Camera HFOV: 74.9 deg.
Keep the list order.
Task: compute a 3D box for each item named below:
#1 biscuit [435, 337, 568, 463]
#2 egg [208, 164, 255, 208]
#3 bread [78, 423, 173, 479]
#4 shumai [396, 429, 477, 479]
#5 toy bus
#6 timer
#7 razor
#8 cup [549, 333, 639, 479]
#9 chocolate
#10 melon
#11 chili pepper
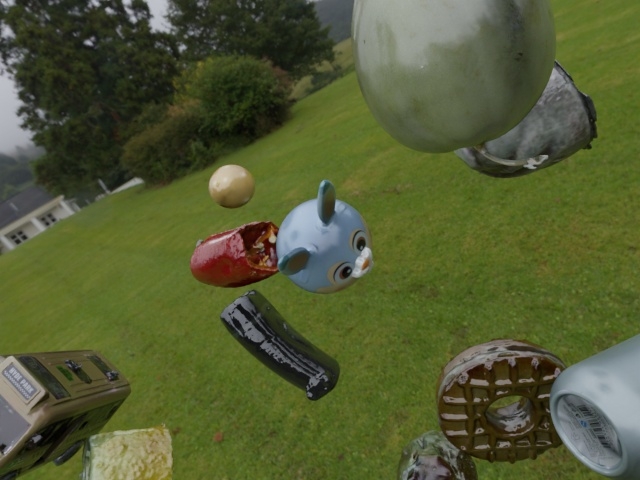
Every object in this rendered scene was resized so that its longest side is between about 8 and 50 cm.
[{"bbox_3d":[0.432,0.380,0.982,0.332,0.332,0.103,-29,17,14],"label":"biscuit"},{"bbox_3d":[-0.159,-0.094,0.741,0.080,0.080,0.096,-26,10,22],"label":"egg"},{"bbox_3d":[-0.300,0.412,0.623,0.186,0.124,0.257,-131,53,-59],"label":"bread"},{"bbox_3d":[0.268,0.578,1.077,0.222,0.203,0.272,-48,18,-13],"label":"shumai"},{"bbox_3d":[-0.413,0.248,0.620,0.157,0.139,0.289,-48,-9,-10],"label":"toy bus"},{"bbox_3d":[0.016,0.009,0.641,0.175,0.175,0.255,-37,7,-9],"label":"timer"},{"bbox_3d":[-0.105,0.273,1.101,0.113,0.349,0.204,-49,-3,3],"label":"razor"},{"bbox_3d":[0.583,0.279,0.742,0.312,0.205,0.205,-14,13,-16],"label":"cup"},{"bbox_3d":[0.389,-0.247,0.894,0.213,0.303,0.303,-40,16,13],"label":"chocolate"},{"bbox_3d":[0.174,-0.263,0.569,0.272,0.307,0.271,-1,20,0],"label":"melon"},{"bbox_3d":[-0.226,0.048,0.956,0.338,0.131,0.135,-12,5,45],"label":"chili pepper"}]
